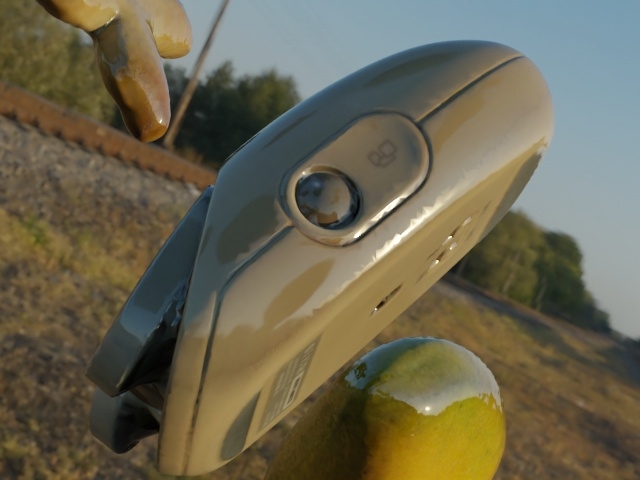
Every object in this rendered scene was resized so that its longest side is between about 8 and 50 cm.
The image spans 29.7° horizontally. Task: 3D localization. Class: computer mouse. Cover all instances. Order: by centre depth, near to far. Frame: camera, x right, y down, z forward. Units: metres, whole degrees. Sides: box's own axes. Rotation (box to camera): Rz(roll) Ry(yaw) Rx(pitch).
[{"bbox_3d":[0.000,0.000,0.504,0.082,0.236,0.145,46,-22,13],"label":"computer mouse"}]

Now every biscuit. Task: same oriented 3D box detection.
[{"bbox_3d":[-0.156,-0.180,0.918,0.164,0.047,0.208,53,16,-22],"label":"biscuit"}]

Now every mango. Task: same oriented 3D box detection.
[{"bbox_3d":[0.041,0.146,0.794,0.119,0.176,0.317,56,-18,25],"label":"mango"}]
